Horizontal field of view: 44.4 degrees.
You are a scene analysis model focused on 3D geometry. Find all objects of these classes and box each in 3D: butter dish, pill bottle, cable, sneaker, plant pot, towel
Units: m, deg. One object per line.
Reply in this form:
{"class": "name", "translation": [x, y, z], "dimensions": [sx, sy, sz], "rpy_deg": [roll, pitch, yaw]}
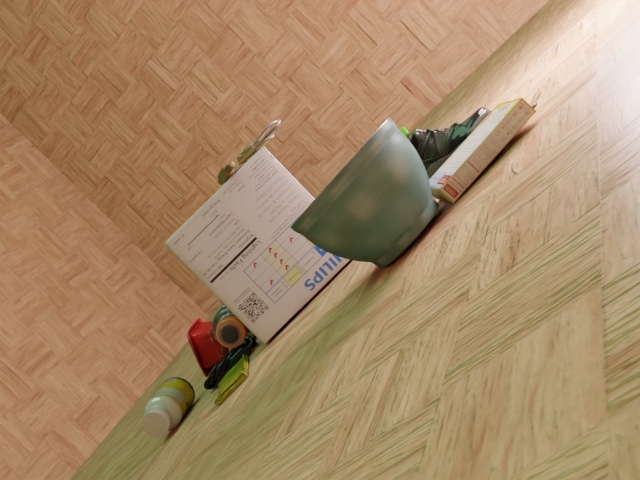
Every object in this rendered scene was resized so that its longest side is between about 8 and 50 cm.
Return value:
{"class": "butter dish", "translation": [-0.330, 0.318, 2.452], "dimensions": [0.118, 0.160, 0.160], "rpy_deg": [-20, 11, 12]}
{"class": "pill bottle", "translation": [-0.413, 0.450, 2.117], "dimensions": [0.103, 0.103, 0.184], "rpy_deg": [-43, 5, 18]}
{"class": "cable", "translation": [-0.249, 0.327, 2.117], "dimensions": [0.184, 0.047, 0.150], "rpy_deg": [-46, 5, -10]}
{"class": "sneaker", "translation": [0.290, -0.248, 1.847], "dimensions": [0.227, 0.130, 0.087], "rpy_deg": [-46, -8, 13]}
{"class": "plant pot", "translation": [0.108, -0.070, 1.557], "dimensions": [0.293, 0.196, 0.293], "rpy_deg": [-47, 2, 2]}
{"class": "towel", "translation": [-0.218, 0.337, 1.928], "dimensions": [0.102, 0.021, 0.237], "rpy_deg": [-44, 5, -2]}
{"class": "pill bottle", "translation": [-0.245, 0.240, 2.311], "dimensions": [0.130, 0.130, 0.246], "rpy_deg": [-44, 6, 10]}

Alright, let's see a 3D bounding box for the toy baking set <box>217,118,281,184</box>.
{"class": "toy baking set", "translation": [-0.181, -0.226, 1.981], "dimensions": [0.197, 0.030, 0.256], "rpy_deg": [-46, 4, -16]}

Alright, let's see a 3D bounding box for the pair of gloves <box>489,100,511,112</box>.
{"class": "pair of gloves", "translation": [0.396, -0.280, 1.966], "dimensions": [0.159, 0.023, 0.198], "rpy_deg": [-44, 6, -10]}

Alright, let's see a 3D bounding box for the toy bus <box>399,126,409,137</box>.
{"class": "toy bus", "translation": [0.217, -0.179, 2.075], "dimensions": [0.191, 0.202, 0.104], "rpy_deg": [-53, -24, -8]}

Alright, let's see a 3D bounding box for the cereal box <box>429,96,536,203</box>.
{"class": "cereal box", "translation": [0.315, -0.179, 1.582], "dimensions": [0.240, 0.047, 0.173], "rpy_deg": [-48, 6, 3]}

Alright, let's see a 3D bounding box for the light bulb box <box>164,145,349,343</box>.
{"class": "light bulb box", "translation": [-0.148, 0.011, 2.051], "dimensions": [0.358, 0.361, 0.225], "rpy_deg": [-44, 3, -1]}

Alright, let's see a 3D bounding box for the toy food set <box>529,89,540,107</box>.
{"class": "toy food set", "translation": [0.398, -0.268, 1.738], "dimensions": [0.192, 0.038, 0.132], "rpy_deg": [-41, 6, 35]}
